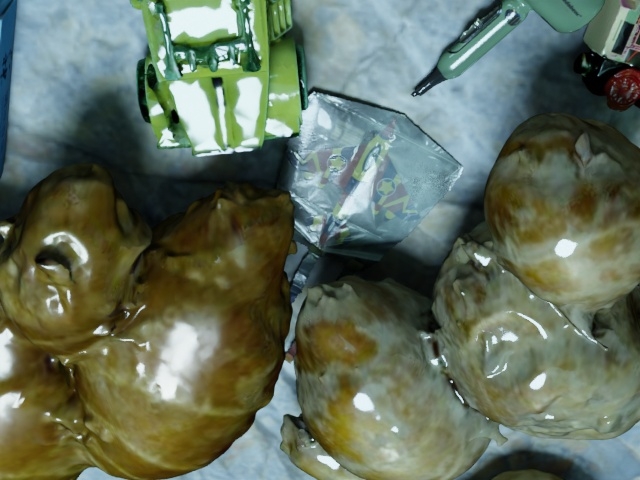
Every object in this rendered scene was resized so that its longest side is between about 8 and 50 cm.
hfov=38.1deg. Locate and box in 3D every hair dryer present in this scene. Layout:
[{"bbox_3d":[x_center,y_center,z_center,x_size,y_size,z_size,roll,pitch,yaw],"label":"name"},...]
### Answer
[{"bbox_3d":[0.121,-0.147,0.650,0.071,0.047,0.150,38,117,-23],"label":"hair dryer"}]

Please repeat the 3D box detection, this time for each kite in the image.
[{"bbox_3d":[0.000,0.001,0.741,0.141,0.015,0.245,25,115,-15],"label":"kite"}]

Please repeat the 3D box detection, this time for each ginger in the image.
[{"bbox_3d":[0.109,0.077,0.702,0.375,0.176,0.256,-35,127,27],"label":"ginger"},{"bbox_3d":[-0.173,0.066,0.681,0.357,0.152,0.274,-17,124,10],"label":"ginger"}]

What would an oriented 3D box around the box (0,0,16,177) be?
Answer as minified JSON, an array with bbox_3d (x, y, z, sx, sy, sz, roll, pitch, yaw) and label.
[{"bbox_3d":[-0.331,-0.115,0.618,0.232,0.083,0.143,10,118,-10],"label":"box"}]

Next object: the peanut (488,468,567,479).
[{"bbox_3d":[0.176,0.282,0.855,0.140,0.109,0.159,25,114,-16],"label":"peanut"}]

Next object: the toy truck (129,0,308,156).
[{"bbox_3d":[-0.078,-0.168,0.573,0.128,0.135,0.260,-5,123,0],"label":"toy truck"}]

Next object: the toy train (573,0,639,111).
[{"bbox_3d":[0.253,-0.128,0.662,0.138,0.050,0.087,14,115,-11],"label":"toy train"}]
